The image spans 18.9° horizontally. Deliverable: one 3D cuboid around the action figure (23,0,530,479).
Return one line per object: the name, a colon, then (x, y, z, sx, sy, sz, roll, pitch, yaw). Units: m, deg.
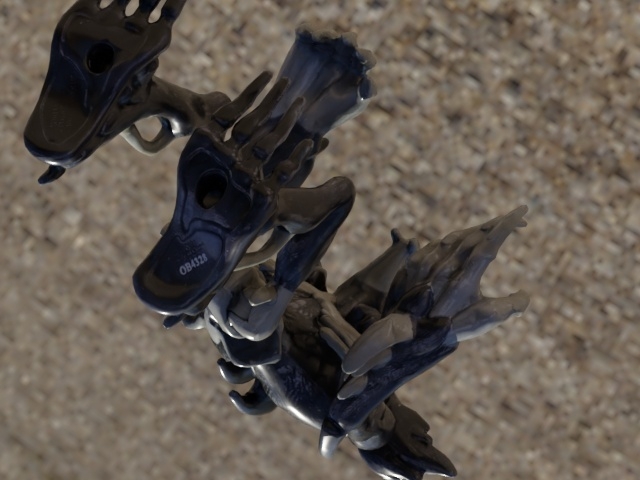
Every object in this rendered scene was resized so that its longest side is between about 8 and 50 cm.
action figure: (0.000, 0.000, 0.745, 0.164, 0.141, 0.275, 45, 177, 27)
